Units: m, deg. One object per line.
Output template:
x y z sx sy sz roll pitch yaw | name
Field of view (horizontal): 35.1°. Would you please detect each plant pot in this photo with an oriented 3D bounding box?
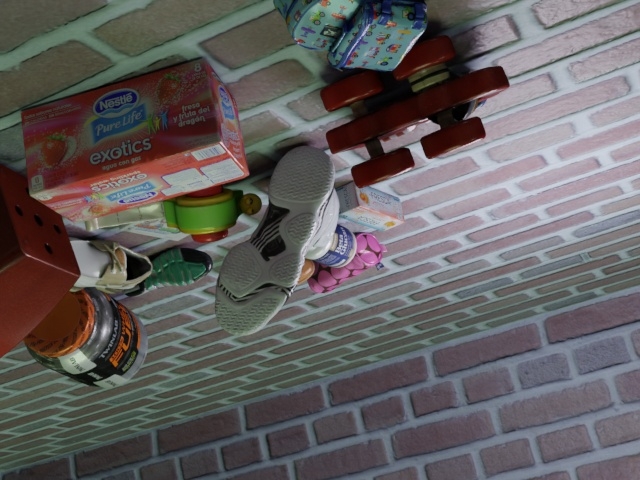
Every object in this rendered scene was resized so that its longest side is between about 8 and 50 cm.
-0.563 0.021 1.686 0.236 0.267 0.267 -28 158 10 | plant pot

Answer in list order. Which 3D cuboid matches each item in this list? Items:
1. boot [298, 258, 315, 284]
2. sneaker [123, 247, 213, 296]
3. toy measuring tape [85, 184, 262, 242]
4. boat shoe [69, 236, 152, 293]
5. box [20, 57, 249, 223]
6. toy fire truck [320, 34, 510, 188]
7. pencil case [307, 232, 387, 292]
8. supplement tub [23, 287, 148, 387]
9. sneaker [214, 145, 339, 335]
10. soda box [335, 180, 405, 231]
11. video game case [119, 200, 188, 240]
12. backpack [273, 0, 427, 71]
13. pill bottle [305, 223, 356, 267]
-0.103 0.054 2.312 0.197 0.072 0.152 -11 157 -11 | boot
-0.329 0.062 2.223 0.224 0.083 0.098 -13 -178 18 | sneaker
-0.271 -0.047 1.850 0.330 0.121 0.121 -7 161 -4 | toy measuring tape
-0.440 0.042 2.030 0.103 0.113 0.302 -18 171 13 | boat shoe
-0.277 -0.144 1.528 0.300 0.142 0.154 -15 161 9 | box
0.159 -0.211 1.622 0.302 0.169 0.254 -21 -177 26 | toy fire truck
0.059 0.057 2.391 0.098 0.095 0.209 -16 171 -42 | pencil case
-0.535 0.209 2.283 0.207 0.207 0.338 -14 162 5 | supplement tub
-0.065 0.013 1.877 0.137 0.365 0.210 24 176 12 | sneaker
0.100 -0.069 2.096 0.063 0.058 0.183 -23 157 30 | soda box
-0.293 -0.041 2.001 0.143 0.019 0.157 -25 157 34 | video game case
0.033 -0.299 1.317 0.173 0.116 0.158 1 156 -27 | backpack
0.000 0.000 2.177 0.094 0.094 0.169 -21 159 26 | pill bottle
